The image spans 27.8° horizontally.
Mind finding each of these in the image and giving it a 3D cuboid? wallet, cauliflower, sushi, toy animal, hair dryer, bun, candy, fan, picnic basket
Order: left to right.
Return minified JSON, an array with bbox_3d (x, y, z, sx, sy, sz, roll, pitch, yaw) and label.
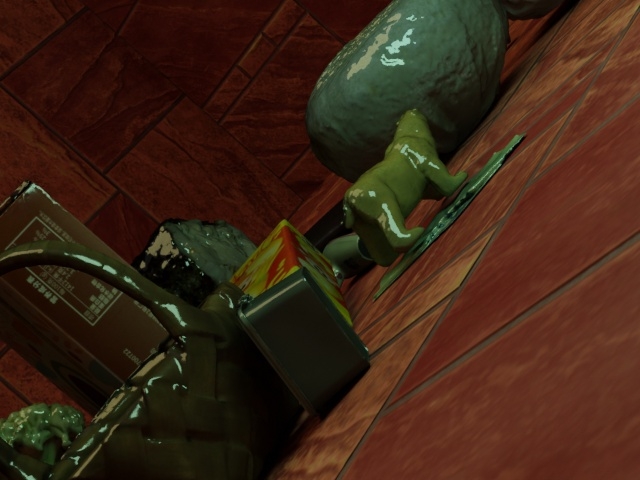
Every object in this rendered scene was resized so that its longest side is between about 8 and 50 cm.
[{"bbox_3d":[-0.386,0.344,1.632,0.281,0.260,0.327,-47,-21,-62],"label":"cauliflower"},{"bbox_3d":[-0.206,0.142,1.181,0.293,0.337,0.337,-46,5,30],"label":"picnic basket"},{"bbox_3d":[-0.173,0.092,2.004,0.207,0.234,0.348,-51,-19,10],"label":"sushi"},{"bbox_3d":[-0.049,0.081,1.469,0.146,0.088,0.276,-48,12,5],"label":"candy"},{"bbox_3d":[0.000,0.000,2.279,0.229,0.049,0.182,-44,5,29],"label":"wallet"},{"bbox_3d":[0.017,0.059,1.610,0.154,0.054,0.106,-60,12,-15],"label":"hair dryer"},{"bbox_3d":[0.091,-0.065,1.423,0.219,0.101,0.103,-49,0,-37],"label":"toy animal"},{"bbox_3d":[0.129,-0.222,1.816,0.362,0.211,0.362,-45,3,3],"label":"bun"},{"bbox_3d":[0.133,-0.027,1.373,0.240,0.009,0.131,-48,2,7],"label":"fan"}]

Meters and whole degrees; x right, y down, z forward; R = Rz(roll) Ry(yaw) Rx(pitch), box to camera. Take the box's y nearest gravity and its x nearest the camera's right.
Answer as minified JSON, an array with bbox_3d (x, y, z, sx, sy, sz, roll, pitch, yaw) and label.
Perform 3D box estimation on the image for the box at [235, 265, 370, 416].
[{"bbox_3d":[-0.012,0.084,1.128,0.069,0.122,0.084,-36,7,6],"label":"box"}]

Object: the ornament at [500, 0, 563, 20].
[{"bbox_3d":[0.302,-0.501,1.924,0.337,0.337,0.337,-48,4,4],"label":"ornament"}]

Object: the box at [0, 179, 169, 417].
[{"bbox_3d":[-0.290,0.129,1.698,0.122,0.385,0.344,-50,4,-21],"label":"box"}]

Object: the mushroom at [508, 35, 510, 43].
[{"bbox_3d":[0.232,-0.294,2.320,0.278,0.099,0.096,-41,21,31],"label":"mushroom"}]
